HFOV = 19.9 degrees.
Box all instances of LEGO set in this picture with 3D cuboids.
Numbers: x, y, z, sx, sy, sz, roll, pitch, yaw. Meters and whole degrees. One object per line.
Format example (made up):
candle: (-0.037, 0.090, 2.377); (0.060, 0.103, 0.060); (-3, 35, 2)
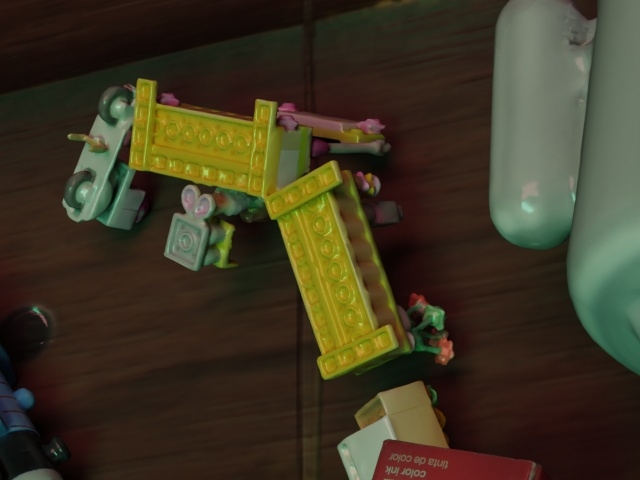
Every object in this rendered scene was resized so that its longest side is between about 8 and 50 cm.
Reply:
LEGO set: (0.000, 0.000, 0.912); (0.287, 0.107, 0.132); (39, 116, 31)

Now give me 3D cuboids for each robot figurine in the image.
robot figurine: (0.213, -0.061, 0.770); (0.300, 0.200, 0.353); (1, 62, 20)

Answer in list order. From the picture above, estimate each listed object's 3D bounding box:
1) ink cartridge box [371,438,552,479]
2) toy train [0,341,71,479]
ink cartridge box: (0.052, 0.187, 0.735); (0.072, 0.127, 0.175); (6, 64, 28)
toy train: (-0.198, 0.096, 0.931); (0.105, 0.080, 0.184); (-34, 53, -6)
